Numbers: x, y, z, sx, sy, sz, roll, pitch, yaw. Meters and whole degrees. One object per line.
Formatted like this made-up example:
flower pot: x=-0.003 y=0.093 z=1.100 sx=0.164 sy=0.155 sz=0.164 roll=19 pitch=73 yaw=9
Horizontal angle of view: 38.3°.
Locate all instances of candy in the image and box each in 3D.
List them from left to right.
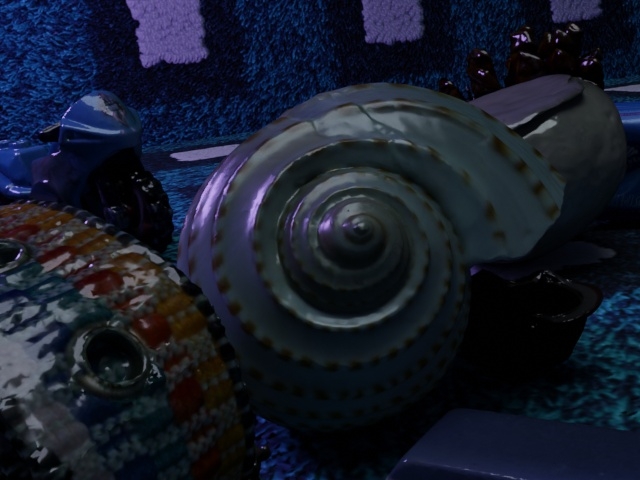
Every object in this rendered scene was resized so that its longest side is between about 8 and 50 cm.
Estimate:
candy: x=0.218 y=-0.075 z=1.064 sx=0.296 sy=0.185 sz=0.295 roll=-22 pitch=10 yaw=4

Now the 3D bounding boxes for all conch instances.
conch: x=0.018 y=-0.007 z=0.718 sx=0.303 sy=0.215 sz=0.319 roll=-43 pitch=15 yaw=-12

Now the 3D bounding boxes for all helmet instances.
helmet: x=0.161 y=0.070 z=0.742 sx=0.123 sy=0.070 sz=0.098 roll=5 pitch=23 yaw=19

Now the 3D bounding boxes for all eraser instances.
eraser: x=0.145 y=0.138 z=0.535 sx=0.225 sy=0.036 sz=0.082 roll=2 pitch=15 yaw=32

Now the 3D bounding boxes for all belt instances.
belt: x=-0.152 y=0.089 z=0.514 sx=0.295 sy=0.206 sz=0.160 roll=7 pitch=21 yaw=40

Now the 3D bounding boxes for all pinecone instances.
pinecone: x=0.285 y=-0.186 z=1.346 sx=0.309 sy=0.244 sz=0.244 roll=-54 pitch=27 yaw=-9

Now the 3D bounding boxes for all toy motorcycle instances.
toy motorcycle: x=-0.360 y=-0.098 z=1.341 sx=0.416 sy=0.232 sz=0.172 roll=6 pitch=21 yaw=44

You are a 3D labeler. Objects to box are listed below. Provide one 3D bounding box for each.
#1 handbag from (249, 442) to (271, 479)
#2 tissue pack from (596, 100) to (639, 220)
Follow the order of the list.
handbag: x=-0.073 y=0.138 z=0.593 sx=0.111 sy=0.072 sz=0.047 roll=9 pitch=62 yaw=47
tissue pack: x=0.486 y=-0.109 z=1.186 sx=0.264 sy=0.146 sz=0.198 roll=-1 pitch=13 yaw=21
